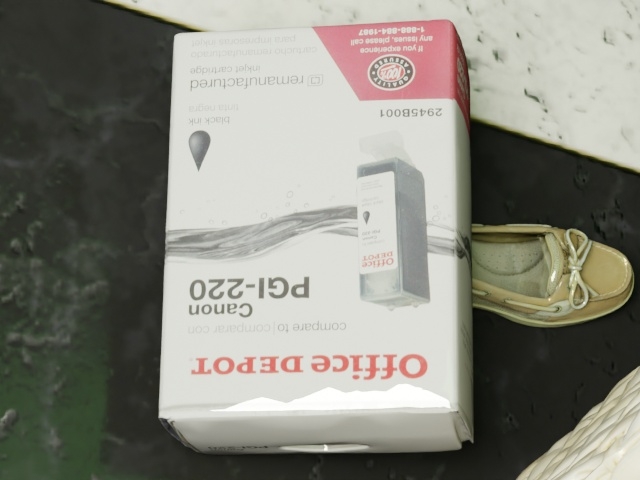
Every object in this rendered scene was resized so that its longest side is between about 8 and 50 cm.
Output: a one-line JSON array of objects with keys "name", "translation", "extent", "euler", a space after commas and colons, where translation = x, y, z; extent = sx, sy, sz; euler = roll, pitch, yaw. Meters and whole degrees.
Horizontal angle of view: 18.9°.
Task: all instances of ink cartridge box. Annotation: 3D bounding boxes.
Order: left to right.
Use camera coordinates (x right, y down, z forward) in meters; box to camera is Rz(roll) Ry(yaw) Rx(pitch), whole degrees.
[{"name": "ink cartridge box", "translation": [0.000, 0.000, 1.028], "extent": [0.158, 0.092, 0.218], "euler": [-2, 74, 9]}]

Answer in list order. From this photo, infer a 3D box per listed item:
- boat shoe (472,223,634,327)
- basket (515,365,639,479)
[{"name": "boat shoe", "translation": [0.115, 0.015, 1.110], "extent": [0.153, 0.048, 0.056], "euler": [9, 71, -15]}, {"name": "basket", "translation": [0.242, 0.161, 0.904], "extent": [0.266, 0.331, 0.328], "euler": [46, 23, 7]}]
